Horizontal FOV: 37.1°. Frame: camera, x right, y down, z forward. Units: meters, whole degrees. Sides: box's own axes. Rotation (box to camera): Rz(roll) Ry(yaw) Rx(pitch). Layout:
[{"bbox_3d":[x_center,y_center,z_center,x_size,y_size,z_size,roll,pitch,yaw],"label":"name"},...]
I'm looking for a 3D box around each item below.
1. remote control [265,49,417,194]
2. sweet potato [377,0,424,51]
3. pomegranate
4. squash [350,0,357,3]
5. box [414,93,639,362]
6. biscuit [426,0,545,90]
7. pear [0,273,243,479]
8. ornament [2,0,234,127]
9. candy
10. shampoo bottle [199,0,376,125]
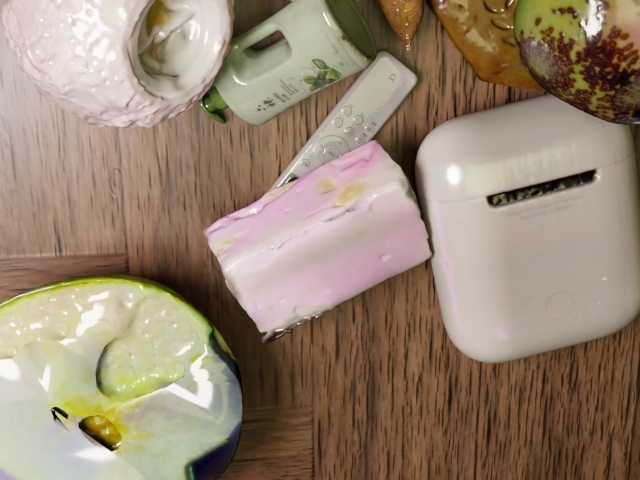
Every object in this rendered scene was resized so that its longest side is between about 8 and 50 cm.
[{"bbox_3d":[0.025,-0.131,1.255,0.067,0.029,0.261,36,101,-18],"label":"remote control"},{"bbox_3d":[0.079,-0.346,1.176,0.068,0.068,0.226,-28,100,2],"label":"sweet potato"},{"bbox_3d":[0.373,-0.260,1.046,0.284,0.341,0.285,-3,106,-11],"label":"pomegranate"},{"bbox_3d":[-0.011,-0.387,1.094,0.251,0.049,0.252,10,132,12],"label":"squash"},{"bbox_3d":[0.284,-0.014,1.270,0.288,0.141,0.349,-14,110,-2],"label":"box"},{"bbox_3d":[0.306,-0.356,1.211,0.358,0.046,0.359,-2,108,-6],"label":"biscuit"},{"bbox_3d":[-0.298,0.201,1.251,0.398,0.165,0.399,-2,109,-7],"label":"pear"},{"bbox_3d":[-0.228,-0.259,1.068,0.259,0.225,0.260,-32,136,-37],"label":"ornament"},{"bbox_3d":[0.000,0.000,1.230,0.265,0.116,0.156,-27,129,2],"label":"candy"},{"bbox_3d":[-0.056,-0.213,1.164,0.234,0.087,0.118,-25,121,29],"label":"shampoo bottle"}]
